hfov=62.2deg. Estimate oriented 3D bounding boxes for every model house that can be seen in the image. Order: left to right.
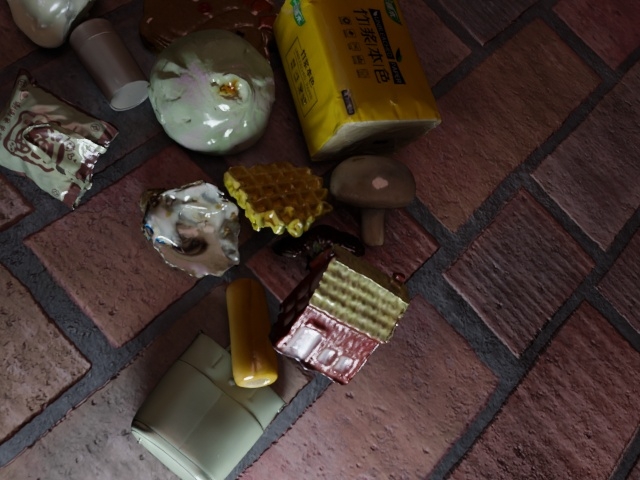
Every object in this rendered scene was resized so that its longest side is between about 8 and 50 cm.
[{"bbox_3d":[0.046,0.133,1.084,0.196,0.254,0.160,32,21,-14],"label":"model house"}]

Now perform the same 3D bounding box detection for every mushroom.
[{"bbox_3d":[0.121,-0.096,1.258,0.207,0.207,0.215,-5,107,-17],"label":"mushroom"}]

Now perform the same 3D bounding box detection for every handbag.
[{"bbox_3d":[-0.574,-0.210,1.115,0.235,0.127,0.213,31,94,-4],"label":"handbag"},{"bbox_3d":[-0.208,0.322,1.084,0.241,0.109,0.315,40,53,-1],"label":"handbag"}]

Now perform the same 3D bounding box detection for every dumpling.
[{"bbox_3d":[-0.625,-0.611,1.205,0.242,0.187,0.318,21,68,-14],"label":"dumpling"}]

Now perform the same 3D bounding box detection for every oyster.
[{"bbox_3d":[-0.279,-0.021,1.163,0.214,0.083,0.223,-6,79,-14],"label":"oyster"}]

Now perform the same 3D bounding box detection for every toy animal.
[{"bbox_3d":[0.001,-0.001,1.178,0.218,0.179,0.116,2,71,-9],"label":"toy animal"}]

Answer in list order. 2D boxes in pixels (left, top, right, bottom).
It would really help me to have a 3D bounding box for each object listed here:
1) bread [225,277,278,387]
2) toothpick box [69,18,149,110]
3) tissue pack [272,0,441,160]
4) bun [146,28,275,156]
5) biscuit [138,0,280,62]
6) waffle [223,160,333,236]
[{"bbox_3d":[-0.145,0.181,1.102,0.092,0.074,0.239,0,55,-20],"label":"bread"},{"bbox_3d":[-0.481,-0.404,1.219,0.111,0.111,0.181,-32,84,-22],"label":"toothpick box"},{"bbox_3d":[0.082,-0.410,1.299,0.293,0.228,0.382,-9,74,-29],"label":"tissue pack"},{"bbox_3d":[-0.235,-0.336,1.192,0.293,0.187,0.293,-1,93,-14],"label":"bun"},{"bbox_3d":[-0.257,-0.532,1.354,0.359,0.074,0.381,-37,82,-21],"label":"biscuit"},{"bbox_3d":[-0.074,-0.094,1.195,0.229,0.057,0.219,-12,49,-31],"label":"waffle"}]
